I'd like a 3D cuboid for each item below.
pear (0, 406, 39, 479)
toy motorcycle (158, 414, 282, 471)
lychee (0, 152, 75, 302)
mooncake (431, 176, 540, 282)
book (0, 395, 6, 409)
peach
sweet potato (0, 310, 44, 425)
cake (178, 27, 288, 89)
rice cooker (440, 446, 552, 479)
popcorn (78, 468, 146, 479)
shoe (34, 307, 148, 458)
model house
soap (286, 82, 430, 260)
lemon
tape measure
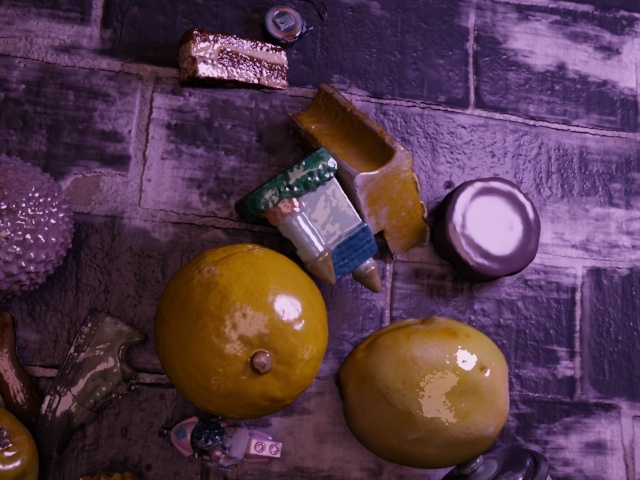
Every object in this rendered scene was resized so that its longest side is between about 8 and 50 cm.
[{"bbox_3d":[-0.624,0.403,1.102,0.321,0.269,0.269,-28,84,21],"label":"pear"},{"bbox_3d":[-0.185,0.382,1.223,0.239,0.204,0.108,-3,72,-13],"label":"toy motorcycle"},{"bbox_3d":[-0.611,-0.026,1.195,0.300,0.300,0.300,2,79,-10],"label":"lychee"},{"bbox_3d":[0.364,-0.022,1.432,0.245,0.133,0.245,2,78,-10],"label":"mooncake"},{"bbox_3d":[-0.749,0.296,1.233,0.283,0.025,0.215,-13,81,-13],"label":"book"},{"bbox_3d":[0.200,0.297,1.266,0.316,0.314,0.281,-6,96,-9],"label":"peach"},{"bbox_3d":[-0.595,0.248,1.242,0.062,0.081,0.233,-22,83,5],"label":"sweet potato"},{"bbox_3d":[-0.206,-0.395,1.455,0.246,0.135,0.112,-3,92,-40],"label":"cake"},{"bbox_3d":[0.360,0.552,1.260,0.317,0.264,0.316,29,46,-35],"label":"rice cooker"},{"bbox_3d":[-0.397,0.504,1.199,0.173,0.142,0.173,18,55,-28],"label":"popcorn"},{"bbox_3d":[-0.427,0.285,1.245,0.149,0.109,0.293,16,72,-1],"label":"shoe"},{"bbox_3d":[0.000,0.000,1.317,0.194,0.267,0.325,-37,98,-9],"label":"model house"},{"bbox_3d":[0.085,-0.152,1.459,0.169,0.304,0.338,-32,47,-8],"label":"soap"},{"bbox_3d":[-0.145,0.167,1.207,0.348,0.348,0.348,2,79,-10],"label":"lemon"},{"bbox_3d":[-0.064,-0.496,1.437,0.107,0.180,0.104,-38,104,-15],"label":"tape measure"}]
